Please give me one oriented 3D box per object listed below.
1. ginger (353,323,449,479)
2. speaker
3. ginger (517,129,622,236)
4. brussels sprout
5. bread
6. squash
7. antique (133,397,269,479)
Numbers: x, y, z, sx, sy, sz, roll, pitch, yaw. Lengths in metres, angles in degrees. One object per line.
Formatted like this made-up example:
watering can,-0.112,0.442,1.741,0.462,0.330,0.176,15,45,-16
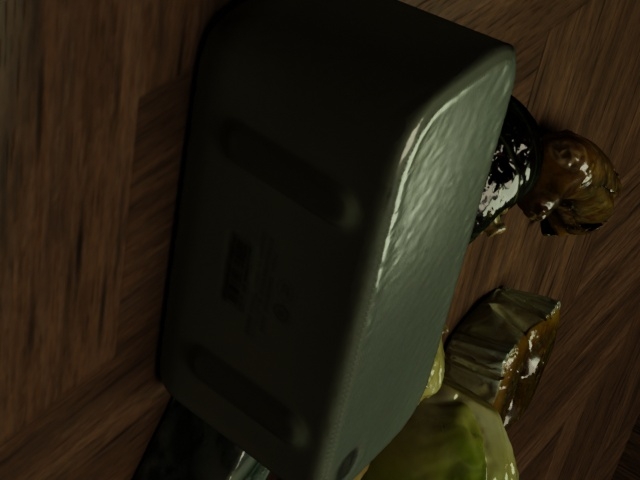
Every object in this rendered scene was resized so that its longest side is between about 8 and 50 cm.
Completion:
ginger,0.026,0.159,1.476,0.267,0.152,0.138,-52,-168,28
speaker,0.000,0.000,1.149,0.183,0.184,0.406,-37,149,-44
ginger,0.319,-0.073,1.881,0.133,0.107,0.309,-38,161,7
brussels sprout,0.106,0.289,1.657,0.227,0.259,0.294,10,104,-33
bread,0.247,0.178,2.025,0.192,0.110,0.210,-36,148,-48
squash,0.122,-0.064,1.386,0.193,0.156,0.193,-61,180,-1
antique,-0.117,0.233,1.321,0.183,0.086,0.088,-64,158,10
